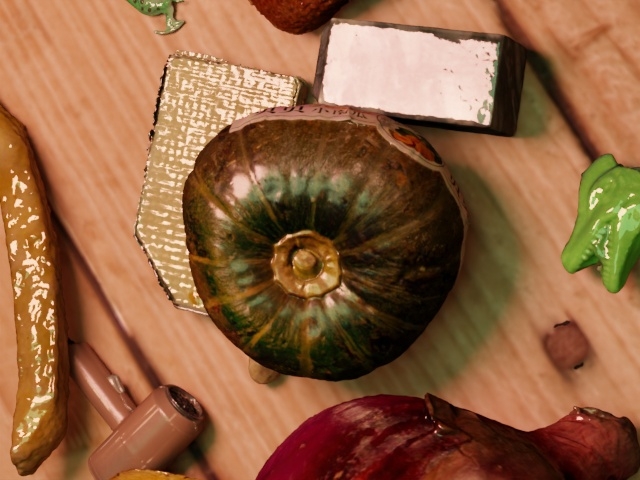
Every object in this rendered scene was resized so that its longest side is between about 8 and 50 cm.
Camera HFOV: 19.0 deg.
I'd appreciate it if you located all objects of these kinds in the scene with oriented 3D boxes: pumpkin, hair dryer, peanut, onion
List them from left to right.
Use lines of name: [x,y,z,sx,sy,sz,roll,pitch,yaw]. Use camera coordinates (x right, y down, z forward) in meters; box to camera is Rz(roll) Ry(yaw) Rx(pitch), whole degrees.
hair dryer: [-0.203,0.153,1.869,0.117,0.064,0.182,-47,68,14]
peanut: [-0.042,0.099,1.823,0.037,0.037,0.083,32,92,19]
pumpkin: [0.001,-0.001,1.734,0.260,0.189,0.260,1,103,5]
onion: [0.124,0.262,1.638,0.385,0.348,0.348,-32,73,-23]

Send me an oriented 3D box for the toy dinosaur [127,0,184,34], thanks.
toy dinosaur: [-0.173,-0.231,1.895,0.083,0.021,0.062,-14,95,18]

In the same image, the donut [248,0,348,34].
donut: [0.003,-0.280,1.776,0.186,0.144,0.126,-40,95,-12]

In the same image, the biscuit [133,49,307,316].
biscuit: [-0.100,-0.051,1.844,0.147,0.046,0.250,10,90,19]

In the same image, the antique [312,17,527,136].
antique: [0.088,-0.151,1.758,0.183,0.088,0.086,8,89,20]

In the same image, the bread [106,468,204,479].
bread: [-0.130,0.278,1.802,0.187,0.065,0.103,9,109,6]

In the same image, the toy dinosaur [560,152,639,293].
toy dinosaur: [0.451,-0.142,1.625,0.374,0.144,0.500,23,92,32]

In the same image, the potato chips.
potato chips: [-0.292,0.024,1.882,0.080,0.057,0.407,-14,74,14]
